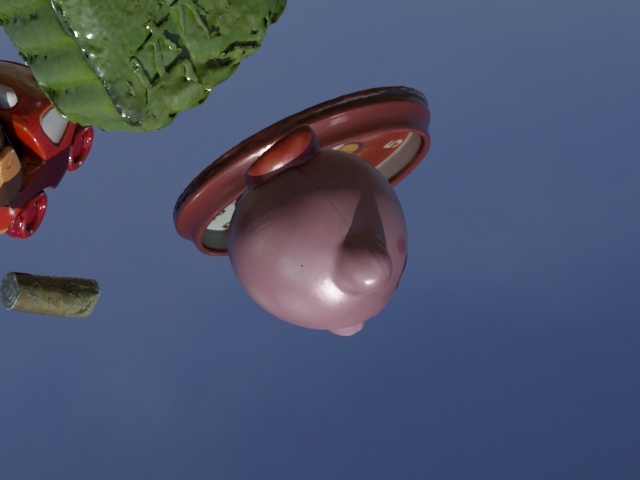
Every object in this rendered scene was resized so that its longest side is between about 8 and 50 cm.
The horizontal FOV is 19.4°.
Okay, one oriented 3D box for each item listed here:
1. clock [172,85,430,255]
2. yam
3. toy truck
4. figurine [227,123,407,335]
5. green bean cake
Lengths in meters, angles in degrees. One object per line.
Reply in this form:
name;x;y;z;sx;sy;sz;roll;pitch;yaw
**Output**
clock;-0.021;-0.084;2.109;0.318;0.080;0.318;-23;165;-6
yam;-0.337;0.068;2.330;0.132;0.054;0.054;9;-179;-45
toy truck;-0.427;-0.139;2.417;0.189;0.239;0.265;22;-116;12
figurine;0.000;0.000;1.695;0.173;0.173;0.173;-12;-157;5
green bean cake;-0.146;-0.204;1.416;0.113;0.214;0.200;-3;-145;51
